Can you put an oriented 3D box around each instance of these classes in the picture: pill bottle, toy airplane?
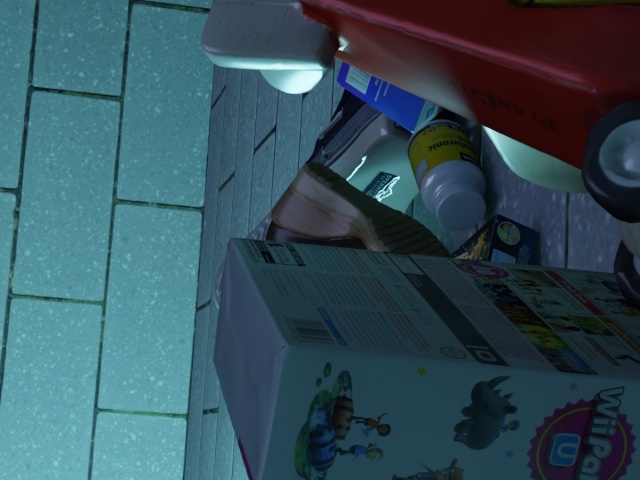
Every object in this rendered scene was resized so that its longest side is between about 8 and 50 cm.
[{"bbox_3d":[0.125,-0.062,1.321,0.116,0.065,0.065,-102,21,-52],"label":"pill bottle"},{"bbox_3d":[0.113,-0.161,0.784,0.272,0.384,0.386,-55,14,-11],"label":"toy airplane"}]

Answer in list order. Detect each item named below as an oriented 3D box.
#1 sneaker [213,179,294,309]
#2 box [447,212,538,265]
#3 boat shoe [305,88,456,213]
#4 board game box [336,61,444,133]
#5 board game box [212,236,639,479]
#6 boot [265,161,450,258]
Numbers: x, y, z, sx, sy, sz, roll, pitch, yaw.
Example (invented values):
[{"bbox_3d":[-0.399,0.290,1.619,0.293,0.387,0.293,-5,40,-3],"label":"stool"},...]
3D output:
[{"bbox_3d":[0.000,0.000,1.766,0.321,0.127,0.126,-40,47,37],"label":"sneaker"},{"bbox_3d":[0.107,0.097,1.216,0.233,0.044,0.159,-49,22,56],"label":"box"},{"bbox_3d":[0.055,-0.112,1.535,0.340,0.127,0.158,-38,40,55],"label":"boat shoe"},{"bbox_3d":[0.146,-0.272,0.987,0.233,0.078,0.347,-41,-20,-40],"label":"board game box"},{"bbox_3d":[0.100,0.082,0.819,0.224,0.303,0.098,-123,40,-71],"label":"board game box"},{"bbox_3d":[0.029,0.059,1.436,0.248,0.090,0.207,40,123,33],"label":"boot"}]
